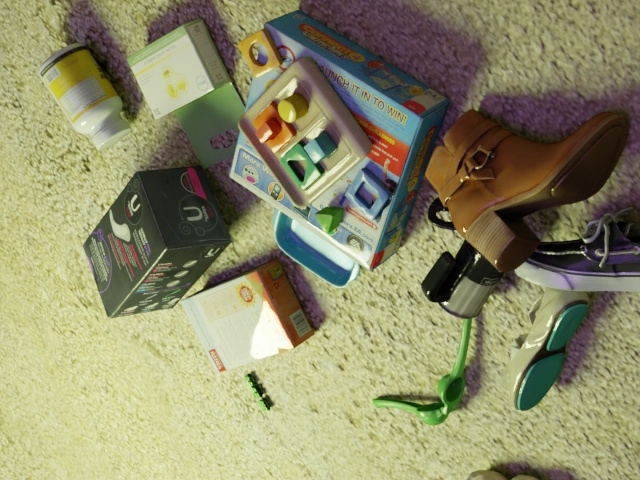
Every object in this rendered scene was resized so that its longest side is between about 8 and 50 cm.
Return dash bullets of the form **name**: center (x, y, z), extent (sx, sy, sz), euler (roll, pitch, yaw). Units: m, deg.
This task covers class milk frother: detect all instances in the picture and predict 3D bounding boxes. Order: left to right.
- **milk frother**: center (0.213, 0.022, 1.912), extent (0.143, 0.129, 0.135), euler (-100, 28, -43)

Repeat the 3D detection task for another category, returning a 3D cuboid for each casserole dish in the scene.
- **casserole dish**: center (0.000, 0.000, 2.106), extent (0.188, 0.037, 0.114), euler (33, 130, 21)

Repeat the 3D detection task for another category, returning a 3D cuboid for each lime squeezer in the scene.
- **lime squeezer**: center (0.197, 0.240, 2.072), extent (0.310, 0.059, 0.110), euler (-51, 47, 45)

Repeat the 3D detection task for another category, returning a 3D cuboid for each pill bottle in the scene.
- **pill bottle**: center (-0.428, -0.261, 2.275), extent (0.103, 0.103, 0.184), euler (-34, 89, 45)

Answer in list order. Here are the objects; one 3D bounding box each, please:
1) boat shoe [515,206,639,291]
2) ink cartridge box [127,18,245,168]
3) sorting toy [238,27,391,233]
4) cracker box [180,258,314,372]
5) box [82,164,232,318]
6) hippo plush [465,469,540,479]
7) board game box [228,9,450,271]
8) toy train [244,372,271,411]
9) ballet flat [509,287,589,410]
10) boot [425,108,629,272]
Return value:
- **boat shoe**: center (0.414, 0.012, 1.715), extent (0.306, 0.113, 0.105), euler (5, 109, 35)
- **ink cartridge box**: center (-0.219, -0.244, 2.146), extent (0.171, 0.056, 0.235), euler (-19, 98, 44)
- **sorting toy**: center (-0.036, -0.161, 1.918), extent (0.348, 0.047, 0.196), euler (54, 135, 3)
- **cracker box**: center (-0.136, 0.141, 2.274), extent (0.232, 0.067, 0.156), euler (-21, 97, 44)
- **box**: center (-0.299, 0.005, 2.251), extent (0.270, 0.143, 0.165), euler (-45, 62, 47)
- **hippo plush**: center (0.263, 0.533, 2.032), extent (0.234, 0.236, 0.294), euler (37, 131, 19)
- **board game box**: center (0.021, -0.158, 1.967), extent (0.308, 0.086, 0.302), euler (34, 130, 21)
- **toy train**: center (-0.121, 0.291, 2.379), extent (0.083, 0.017, 0.023), euler (59, 145, -2)
- **ballet flat**: center (0.337, 0.152, 1.888), extent (0.086, 0.086, 0.248), euler (36, 130, 20)
- **boot**: center (0.285, -0.120, 1.769), extent (0.283, 0.109, 0.220), euler (-54, 47, 24)
